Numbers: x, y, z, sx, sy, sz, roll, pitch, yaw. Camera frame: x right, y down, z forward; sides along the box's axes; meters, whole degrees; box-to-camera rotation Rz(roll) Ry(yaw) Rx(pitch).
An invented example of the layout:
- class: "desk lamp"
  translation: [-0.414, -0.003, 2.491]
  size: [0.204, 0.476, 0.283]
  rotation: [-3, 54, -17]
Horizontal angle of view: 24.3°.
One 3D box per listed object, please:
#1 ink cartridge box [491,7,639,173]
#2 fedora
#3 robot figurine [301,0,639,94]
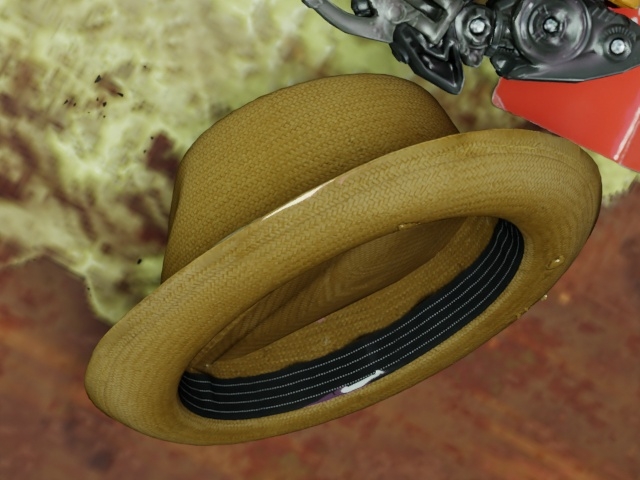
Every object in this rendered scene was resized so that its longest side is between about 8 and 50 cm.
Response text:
- class: "ink cartridge box"
  translation: [0.178, -0.080, 0.575]
  size: [0.179, 0.045, 0.145]
  rotation: [23, 96, -16]
- class: "fedora"
  translation: [0.000, 0.000, 0.524]
  size: [0.194, 0.194, 0.079]
  rotation: [-20, 64, -6]
- class: "robot figurine"
  translation: [0.019, -0.176, 0.506]
  size: [0.291, 0.085, 0.211]
  rotation: [22, 97, -12]
